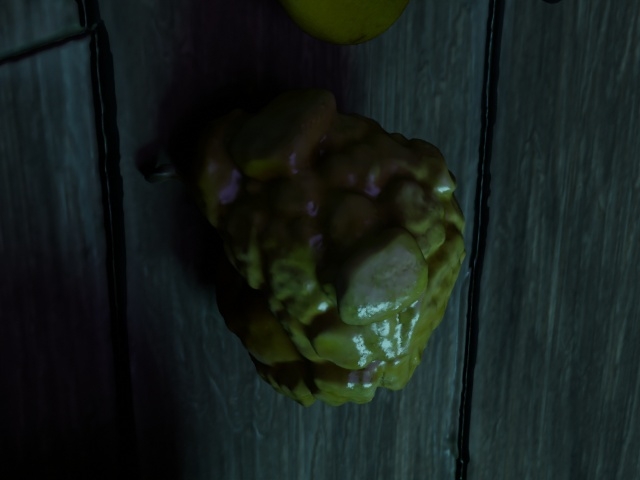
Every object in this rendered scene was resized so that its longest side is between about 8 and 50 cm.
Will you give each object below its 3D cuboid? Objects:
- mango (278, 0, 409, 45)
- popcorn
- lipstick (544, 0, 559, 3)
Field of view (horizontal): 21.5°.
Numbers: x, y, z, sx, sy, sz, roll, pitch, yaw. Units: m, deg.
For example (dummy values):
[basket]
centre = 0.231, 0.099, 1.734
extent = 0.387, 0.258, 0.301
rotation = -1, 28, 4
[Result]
[mango]
centre = 0.020, -0.181, 0.870
extent = 0.115, 0.090, 0.178
rotation = -15, 136, -45
[popcorn]
centre = 0.015, 0.004, 0.944
extent = 0.140, 0.163, 0.194
rotation = -44, 130, -34
[lipstick]
centre = 0.278, -0.293, 1.038
extent = 0.418, 0.077, 0.077
rotation = -42, 139, -10
